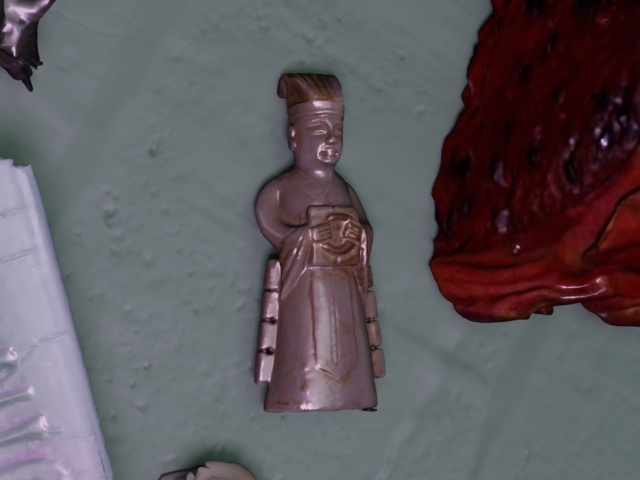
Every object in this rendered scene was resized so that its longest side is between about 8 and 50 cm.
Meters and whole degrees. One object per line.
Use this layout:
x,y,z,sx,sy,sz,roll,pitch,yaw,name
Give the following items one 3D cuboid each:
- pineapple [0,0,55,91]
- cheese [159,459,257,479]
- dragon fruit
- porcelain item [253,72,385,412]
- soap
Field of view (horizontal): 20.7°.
-0.297,-0.115,0.904,0.362,0.202,0.202,-12,93,-45,pineapple
-0.072,0.217,1.052,0.092,0.047,0.171,12,83,-24,cheese
0.278,-0.026,1.124,0.329,0.286,0.228,24,74,-31,dragon fruit
0.000,0.000,1.094,0.084,0.054,0.213,1,86,-27,porcelain item
-0.203,0.093,0.968,0.150,0.094,0.261,-16,95,-27,soap
